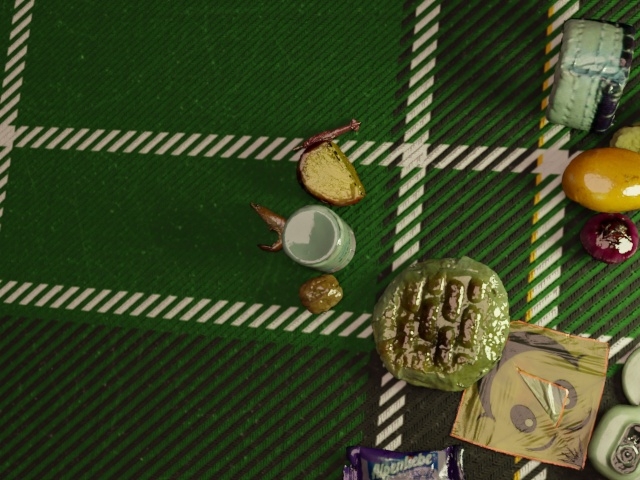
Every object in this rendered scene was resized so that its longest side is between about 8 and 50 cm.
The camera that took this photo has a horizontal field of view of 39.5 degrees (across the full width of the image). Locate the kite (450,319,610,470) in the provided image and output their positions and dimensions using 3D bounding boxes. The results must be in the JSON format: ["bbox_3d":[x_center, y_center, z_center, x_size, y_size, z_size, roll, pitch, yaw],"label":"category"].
[{"bbox_3d":[0.444,0.330,1.838,0.377,0.013,0.327,-35,76,6],"label":"kite"}]

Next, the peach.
[{"bbox_3d":[0.028,-0.142,1.967,0.172,0.092,0.127,32,95,4],"label":"peach"}]

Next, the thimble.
[{"bbox_3d":[0.541,-0.332,1.797,0.150,0.237,0.237,12,85,14],"label":"thimble"}]

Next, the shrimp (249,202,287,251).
[{"bbox_3d":[-0.124,-0.032,2.020,0.127,0.025,0.091,44,95,13],"label":"shrimp"}]

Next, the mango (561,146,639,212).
[{"bbox_3d":[0.605,-0.123,1.811,0.217,0.102,0.141,11,44,7],"label":"mango"}]

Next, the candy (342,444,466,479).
[{"bbox_3d":[0.178,0.497,1.847,0.275,0.070,0.145,-5,74,17],"label":"candy"}]

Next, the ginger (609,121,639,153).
[{"bbox_3d":[0.697,-0.228,1.828,0.193,0.115,0.123,5,61,22],"label":"ginger"}]

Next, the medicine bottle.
[{"bbox_3d":[0.000,0.000,1.911,0.135,0.168,0.135,-2,81,12],"label":"medicine bottle"}]

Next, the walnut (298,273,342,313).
[{"bbox_3d":[-0.001,0.117,1.942,0.096,0.082,0.079,-28,104,6],"label":"walnut"}]

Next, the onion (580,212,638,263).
[{"bbox_3d":[0.588,-0.008,1.806,0.115,0.104,0.115,1,72,-5],"label":"onion"}]

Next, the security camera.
[{"bbox_3d":[0.644,0.340,1.758,0.157,0.080,0.301,28,86,16],"label":"security camera"}]

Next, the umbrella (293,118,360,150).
[{"bbox_3d":[0.014,-0.236,2.019,0.165,0.025,0.027,-22,55,8],"label":"umbrella"}]

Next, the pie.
[{"bbox_3d":[0.251,0.176,1.871,0.306,0.071,0.306,-3,79,19],"label":"pie"}]
